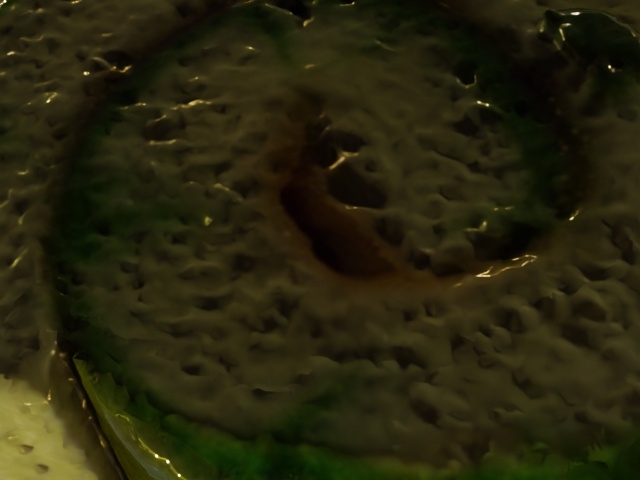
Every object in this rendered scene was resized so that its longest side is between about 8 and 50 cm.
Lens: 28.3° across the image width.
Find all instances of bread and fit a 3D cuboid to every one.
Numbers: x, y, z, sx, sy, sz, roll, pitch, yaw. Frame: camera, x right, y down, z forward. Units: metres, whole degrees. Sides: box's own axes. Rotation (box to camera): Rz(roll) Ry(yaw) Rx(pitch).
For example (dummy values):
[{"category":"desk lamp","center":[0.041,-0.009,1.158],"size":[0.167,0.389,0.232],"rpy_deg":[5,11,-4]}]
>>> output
[{"category":"bread","center":[0.000,0.000,0.516],"size":[0.382,0.129,0.366],"rpy_deg":[-28,-128,-12]}]
